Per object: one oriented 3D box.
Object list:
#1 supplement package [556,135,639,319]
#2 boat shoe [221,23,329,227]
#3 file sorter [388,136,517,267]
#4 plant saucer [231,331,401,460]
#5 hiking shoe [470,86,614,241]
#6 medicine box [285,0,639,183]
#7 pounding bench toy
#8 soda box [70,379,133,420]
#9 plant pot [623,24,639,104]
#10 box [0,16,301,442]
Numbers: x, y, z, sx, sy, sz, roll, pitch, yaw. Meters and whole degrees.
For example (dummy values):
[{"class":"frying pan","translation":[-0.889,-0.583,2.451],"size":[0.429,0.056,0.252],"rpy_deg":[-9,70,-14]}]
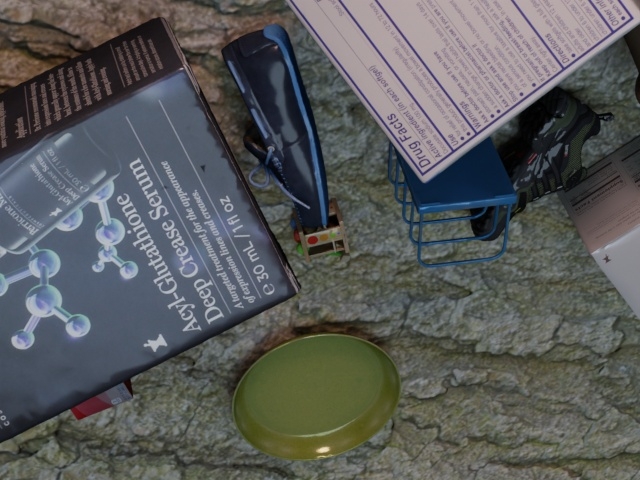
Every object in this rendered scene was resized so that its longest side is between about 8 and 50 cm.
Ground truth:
[{"class":"supplement package","translation":[0.480,-0.034,1.812],"size":[0.262,0.145,0.204],"rpy_deg":[-33,127,13]},{"class":"boat shoe","translation":[-0.051,-0.131,1.655],"size":[0.089,0.109,0.258],"rpy_deg":[-13,113,6]},{"class":"file sorter","translation":[0.153,-0.062,1.699],"size":[0.118,0.170,0.104],"rpy_deg":[-6,132,-9]},{"class":"plant saucer","translation":[-0.007,0.212,1.957],"size":[0.241,0.037,0.241],"rpy_deg":[-6,128,-8]},{"class":"hiking shoe","translation":[0.279,-0.080,1.766],"size":[0.114,0.086,0.227],"rpy_deg":[20,120,-22]},{"class":"medicine box","translation":[0.151,-0.254,1.481],"size":[0.289,0.149,0.263],"rpy_deg":[-37,90,18]},{"class":"pounding bench toy","translation":[0.000,0.000,1.783],"size":[0.065,0.052,0.083],"rpy_deg":[-15,129,-2]},{"class":"soda box","translation":[-0.328,0.104,1.761],"size":[0.083,0.092,0.263],"rpy_deg":[-22,129,4]},{"class":"plant pot","translation":[0.429,-0.280,1.571],"size":[0.263,0.263,0.229],"rpy_deg":[-37,107,15]},{"class":"box","translation":[-0.271,-0.012,1.524],"size":[0.395,0.212,0.293],"rpy_deg":[-27,116,-1]}]
